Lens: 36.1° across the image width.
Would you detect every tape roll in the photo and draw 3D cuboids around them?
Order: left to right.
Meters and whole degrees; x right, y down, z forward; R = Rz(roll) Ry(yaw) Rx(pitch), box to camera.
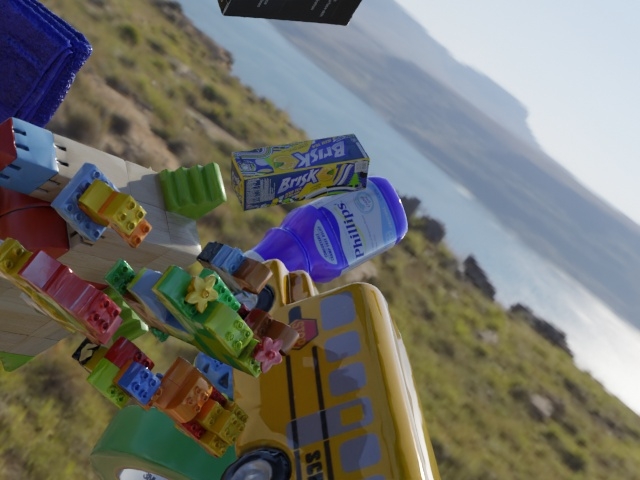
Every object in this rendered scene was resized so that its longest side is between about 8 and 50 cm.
[{"bbox_3d":[-0.172,0.356,1.403,0.321,0.077,0.321,21,-33,14],"label":"tape roll"}]

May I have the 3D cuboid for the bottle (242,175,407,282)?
[{"bbox_3d":[0.000,0.000,1.423,0.282,0.092,0.118,-26,96,-36],"label":"bottle"}]

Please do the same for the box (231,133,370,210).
[{"bbox_3d":[-0.026,-0.088,1.247,0.168,0.054,0.059,-10,44,-18],"label":"box"}]

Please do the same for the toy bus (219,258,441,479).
[{"bbox_3d":[0.007,0.138,0.691,0.333,0.130,0.108,-100,167,-55],"label":"toy bus"}]

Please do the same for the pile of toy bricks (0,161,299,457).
[{"bbox_3d":[-0.069,0.046,0.545,0.105,0.118,0.212,16,-27,42],"label":"pile of toy bricks"}]

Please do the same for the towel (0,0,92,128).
[{"bbox_3d":[-0.529,-0.249,1.561,0.227,0.308,0.076,37,15,-2],"label":"towel"}]

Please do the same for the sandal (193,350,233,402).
[{"bbox_3d":[-0.044,0.228,1.516,0.317,0.138,0.126,21,5,9],"label":"sandal"}]

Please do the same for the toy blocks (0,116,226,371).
[{"bbox_3d":[-0.324,0.010,1.049,0.261,0.381,0.191,20,48,-51],"label":"toy blocks"}]

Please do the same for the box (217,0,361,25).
[{"bbox_3d":[-0.016,-0.310,1.007,0.158,0.156,0.093,-2,60,-32],"label":"box"}]
